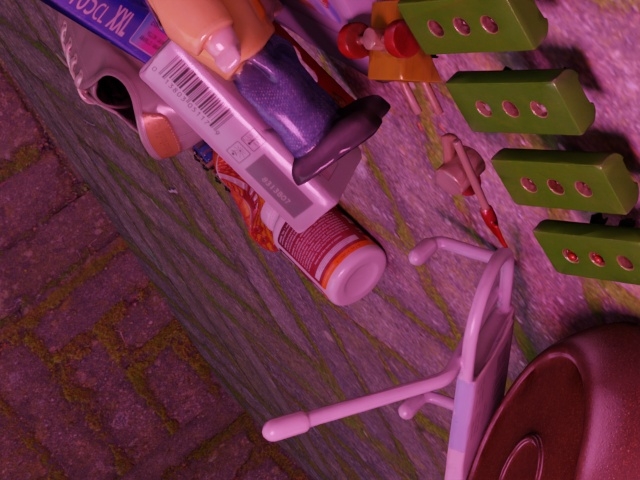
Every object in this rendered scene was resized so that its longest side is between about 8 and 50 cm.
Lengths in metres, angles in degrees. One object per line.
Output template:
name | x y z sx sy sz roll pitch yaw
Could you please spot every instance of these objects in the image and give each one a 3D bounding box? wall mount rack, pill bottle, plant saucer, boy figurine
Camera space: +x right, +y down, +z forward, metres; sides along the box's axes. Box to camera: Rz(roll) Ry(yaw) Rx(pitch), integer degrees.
wall mount rack | 0.073 0.166 1.189 0.131 0.304 0.350 17 130 20
pill bottle | 0.000 0.000 1.578 0.152 0.086 0.086 44 165 30
plant saucer | 0.174 0.202 1.066 0.050 0.310 0.310 21 170 -8
boy figurine | -0.069 -0.179 1.014 0.285 0.092 0.177 52 -160 -6

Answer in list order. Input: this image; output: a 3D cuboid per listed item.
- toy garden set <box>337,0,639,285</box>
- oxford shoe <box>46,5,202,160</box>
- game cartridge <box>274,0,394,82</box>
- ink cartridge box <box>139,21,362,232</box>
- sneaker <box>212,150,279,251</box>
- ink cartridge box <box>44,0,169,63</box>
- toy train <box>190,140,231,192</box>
toy garden set | 0.131 -0.081 0.947 0.204 0.049 0.244 9 139 55
oxford shoe | -0.288 -0.252 1.794 0.449 0.130 0.169 43 166 38
game cartridge | -0.035 -0.251 1.022 0.198 0.062 0.297 44 172 49
ink cartridge box | -0.037 -0.138 1.154 0.189 0.232 0.066 45 128 -12
sneaker | -0.088 -0.062 1.808 0.067 0.064 0.175 -110 -6 -63
ink cartridge box | -0.254 -0.306 1.210 0.395 0.151 0.270 32 -178 17
toy train | -0.137 -0.094 1.925 0.158 0.027 0.036 44 162 28
